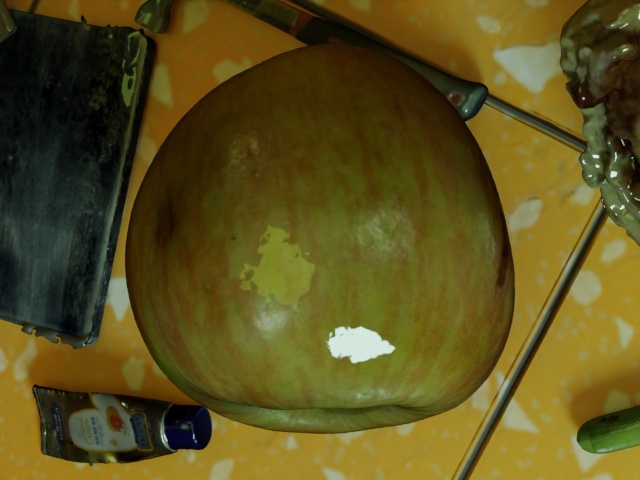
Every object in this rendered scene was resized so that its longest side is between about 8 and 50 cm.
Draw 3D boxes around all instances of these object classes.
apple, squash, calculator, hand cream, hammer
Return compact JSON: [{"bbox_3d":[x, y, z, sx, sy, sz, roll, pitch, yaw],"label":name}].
[{"bbox_3d":[0.000,0.000,0.934,0.264,0.264,0.264,0,90,24],"label":"apple"},{"bbox_3d":[0.212,0.125,0.956,0.083,0.027,0.027,-20,82,22],"label":"squash"},{"bbox_3d":[-0.225,-0.056,1.154,0.161,0.021,0.262,15,95,24],"label":"calculator"},{"bbox_3d":[-0.163,0.146,1.117,0.163,0.039,0.062,-2,105,26],"label":"hand cream"},{"bbox_3d":[-0.007,-0.156,1.052,0.287,0.033,0.111,29,102,21],"label":"hammer"}]

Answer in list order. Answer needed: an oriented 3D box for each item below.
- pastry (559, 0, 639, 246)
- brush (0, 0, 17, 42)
[{"bbox_3d":[0.284,-0.080,0.846,0.256,0.237,0.170,17,58,30],"label":"pastry"},{"bbox_3d":[-0.314,-0.268,1.184,0.043,0.036,0.248,-33,77,22],"label":"brush"}]
